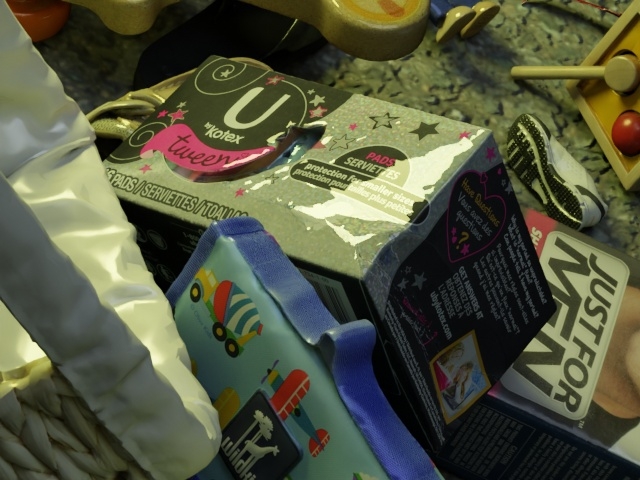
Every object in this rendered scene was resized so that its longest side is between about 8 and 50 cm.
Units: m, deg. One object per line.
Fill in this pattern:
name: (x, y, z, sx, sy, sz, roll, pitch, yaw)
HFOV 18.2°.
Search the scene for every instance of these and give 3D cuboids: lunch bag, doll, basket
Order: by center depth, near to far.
basket: (-0.265, -0.013, 1.051, 0.266, 0.328, 0.331, -31, 42, 2)
lunch bag: (-0.016, 0.134, 1.169, 0.138, 0.293, 0.221, -20, 64, -31)
doll: (0.067, -0.245, 1.625, 0.189, 0.046, 0.129, 54, 35, 13)

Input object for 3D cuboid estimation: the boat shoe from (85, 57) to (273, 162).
boat shoe: (-0.127, -0.048, 1.373, 0.302, 0.098, 0.109, -34, 80, -32)

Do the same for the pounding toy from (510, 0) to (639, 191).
pounding toy: (0.247, -0.121, 1.569, 0.100, 0.130, 0.141, -5, 56, -37)

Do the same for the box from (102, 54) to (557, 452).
box: (0.000, 0.000, 1.275, 0.247, 0.163, 0.142, 17, 54, 40)

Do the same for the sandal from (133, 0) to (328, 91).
sandal: (-0.043, -0.175, 1.539, 0.097, 0.054, 0.254, 34, 51, 6)

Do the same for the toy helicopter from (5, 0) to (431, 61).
toy helicopter: (-0.083, -0.228, 1.489, 0.355, 0.140, 0.235, 21, 48, 5)

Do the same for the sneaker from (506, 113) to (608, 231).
sneaker: (0.182, -0.052, 1.547, 0.043, 0.040, 0.109, -6, 60, -43)

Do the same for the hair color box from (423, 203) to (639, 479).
hair color box: (0.222, 0.115, 1.391, 0.347, 0.105, 0.174, 25, 51, -2)

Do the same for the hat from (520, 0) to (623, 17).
hat: (0.324, -0.179, 1.696, 0.173, 0.183, 0.208, -52, 124, -32)
